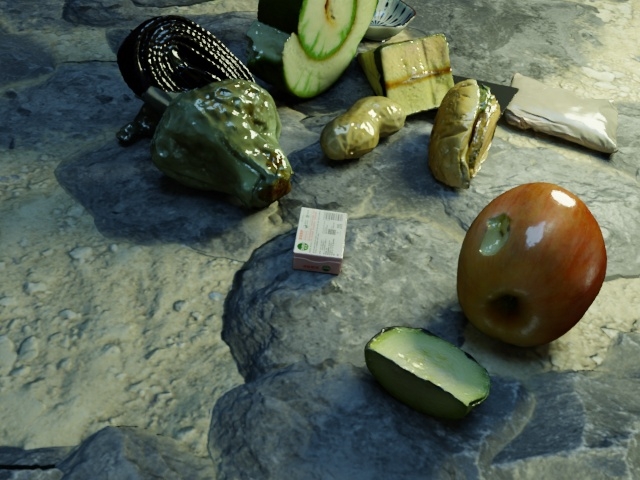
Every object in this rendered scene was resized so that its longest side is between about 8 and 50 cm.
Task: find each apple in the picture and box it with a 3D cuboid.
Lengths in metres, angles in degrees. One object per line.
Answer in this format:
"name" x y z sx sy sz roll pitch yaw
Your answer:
"apple" 0.340 0.042 1.349 0.242 0.242 0.241 23 52 17

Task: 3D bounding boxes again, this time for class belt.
"belt" -0.253 -0.319 1.646 0.164 0.289 0.184 11 70 59

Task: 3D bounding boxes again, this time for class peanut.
"peanut" 0.088 -0.236 1.725 0.229 0.098 0.103 -39 100 -37

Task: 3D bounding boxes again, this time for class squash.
"squash" 0.165 0.213 1.278 0.192 0.085 0.184 30 19 20

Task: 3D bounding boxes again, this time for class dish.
"dish" 0.143 -0.553 2.094 0.190 0.066 0.191 4 41 -3

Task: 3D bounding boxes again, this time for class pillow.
"pillow" 0.541 -0.287 1.851 0.270 0.067 0.173 18 50 13

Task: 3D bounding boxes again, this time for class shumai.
"shumai" -0.184 -0.157 1.530 0.260 0.225 0.222 -9 57 -7

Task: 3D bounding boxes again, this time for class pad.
"pad" 0.296 -0.326 1.873 0.265 0.009 0.159 18 49 27

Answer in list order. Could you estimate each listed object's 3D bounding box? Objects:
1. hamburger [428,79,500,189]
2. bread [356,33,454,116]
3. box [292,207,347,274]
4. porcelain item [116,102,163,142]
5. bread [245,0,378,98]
"hamburger" 0.278 -0.215 1.692 0.135 0.155 0.208 16 51 17
"bread" 0.194 -0.377 1.912 0.167 0.163 0.264 -14 12 -4
"box" 0.000 0.000 1.495 0.089 0.043 0.125 8 43 2
"porcelain item" -0.339 -0.265 1.735 0.081 0.069 0.215 38 56 24
"bread" -0.019 -0.490 1.786 0.129 0.366 0.382 32 65 23
